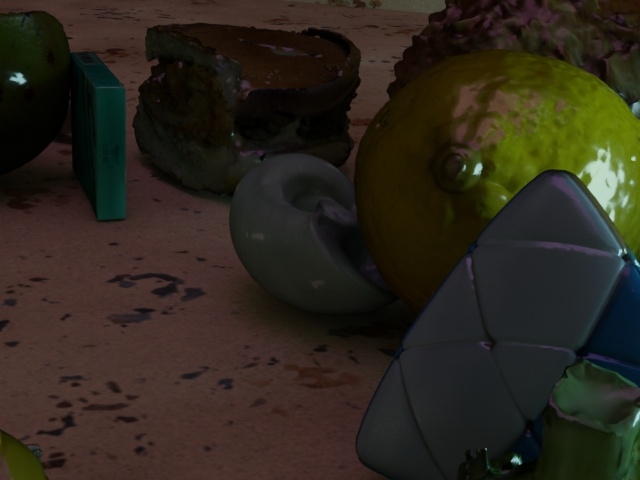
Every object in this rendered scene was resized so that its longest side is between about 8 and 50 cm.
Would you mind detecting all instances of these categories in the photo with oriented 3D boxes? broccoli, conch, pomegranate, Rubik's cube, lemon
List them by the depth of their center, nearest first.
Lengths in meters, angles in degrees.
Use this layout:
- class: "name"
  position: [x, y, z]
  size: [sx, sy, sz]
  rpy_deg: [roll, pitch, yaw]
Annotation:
- class: "broccoli"
  position: [0.122, 0.152, 0.568]
  size: [0.219, 0.194, 0.194]
  rpy_deg: [-17, 27, -33]
- class: "Rubik's cube"
  position: [0.179, 0.066, 0.778]
  size: [0.254, 0.255, 0.254]
  rpy_deg: [2, 20, -1]
- class: "lemon"
  position: [0.162, -0.039, 0.959]
  size: [0.268, 0.268, 0.322]
  rpy_deg: [6, -9, 10]
- class: "conch"
  position: [-0.002, 0.004, 1.060]
  size: [0.184, 0.121, 0.221]
  rpy_deg: [15, 25, -10]
- class: "pomegranate"
  position: [-0.469, -0.168, 1.386]
  size: [0.309, 0.216, 0.358]
  rpy_deg: [-4, -10, -8]

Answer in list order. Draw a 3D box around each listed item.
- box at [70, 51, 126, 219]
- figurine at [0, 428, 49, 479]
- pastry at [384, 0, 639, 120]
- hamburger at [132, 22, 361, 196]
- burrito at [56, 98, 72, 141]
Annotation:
- class: "box"
  position: [-0.278, -0.136, 1.350]
  size: [0.042, 0.161, 0.226]
  rpy_deg: [-5, 21, -19]
- class: "figurine"
  position: [-0.197, 0.181, 0.624]
  size: [0.122, 0.121, 0.176]
  rpy_deg: [-36, 44, -16]
- class: "pastry"
  position: [0.279, -0.166, 1.264]
  size: [0.337, 0.292, 0.405]
  rpy_deg: [23, 56, 19]
- class: "hamburger"
  position: [-0.087, -0.188, 1.472]
  size: [0.276, 0.195, 0.318]
  rpy_deg: [-7, 24, -31]
- class: "burrito"
  position: [-0.420, -0.202, 1.640]
  size: [0.226, 0.087, 0.060]
  rpy_deg: [23, 37, 37]
